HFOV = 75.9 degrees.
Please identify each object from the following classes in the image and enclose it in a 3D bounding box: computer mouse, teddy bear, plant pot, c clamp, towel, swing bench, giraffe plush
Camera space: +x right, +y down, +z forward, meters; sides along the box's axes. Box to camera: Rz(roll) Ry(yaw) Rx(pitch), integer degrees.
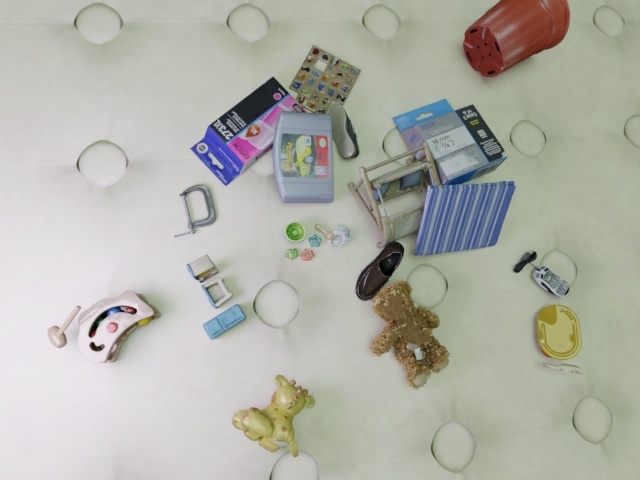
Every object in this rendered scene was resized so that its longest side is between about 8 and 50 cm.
[{"bbox_3d":[0.769,0.126,1.419,0.193,0.042,0.106,43,71,7],"label":"computer mouse"},{"bbox_3d":[0.273,0.294,1.286,0.338,0.113,0.245,43,83,-6],"label":"teddy bear"},{"bbox_3d":[0.684,-0.751,1.484,0.265,0.272,0.273,-35,86,-5],"label":"plant pot"},{"bbox_3d":[-0.401,-0.098,1.293,0.137,0.022,0.161,-9,81,-10],"label":"c clamp"},{"bbox_3d":[0.464,-0.074,1.326,0.335,0.040,0.244,-6,120,-20],"label":"towel"},{"bbox_3d":[0.267,-0.141,1.332,0.253,0.165,0.255,-24,83,-13],"label":"swing bench"},{"bbox_3d":[-0.116,0.480,1.155,0.181,0.210,0.171,54,47,-27],"label":"giraffe plush"}]

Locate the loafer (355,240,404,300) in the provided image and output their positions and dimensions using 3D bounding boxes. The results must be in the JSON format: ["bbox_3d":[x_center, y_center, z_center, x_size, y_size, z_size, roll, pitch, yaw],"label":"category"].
[{"bbox_3d":[0.182,0.099,1.284,0.080,0.078,0.220,32,102,-3],"label":"loafer"}]

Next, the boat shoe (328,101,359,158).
[{"bbox_3d":[0.083,-0.376,1.415,0.064,0.075,0.206,0,70,-51],"label":"boat shoe"}]

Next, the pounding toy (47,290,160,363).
[{"bbox_3d":[-0.591,0.247,1.124,0.269,0.155,0.154,-27,79,-13],"label":"pounding toy"}]

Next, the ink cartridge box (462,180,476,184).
[{"bbox_3d":[0.492,-0.143,1.424,0.088,0.052,0.123,2,77,-7],"label":"ink cartridge box"}]

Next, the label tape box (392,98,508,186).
[{"bbox_3d":[0.434,-0.358,1.405,0.240,0.106,0.334,-23,73,-13],"label":"label tape box"}]

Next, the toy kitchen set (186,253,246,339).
[{"bbox_3d":[-0.319,0.167,1.177,0.122,0.166,0.207,-32,85,-14],"label":"toy kitchen set"}]

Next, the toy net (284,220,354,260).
[{"bbox_3d":[0.000,0.000,1.323,0.231,0.045,0.122,-2,79,-9],"label":"toy net"}]

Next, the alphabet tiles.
[{"bbox_3d":[0.010,-0.558,1.458,0.198,0.009,0.237,27,76,-3],"label":"alphabet tiles"}]

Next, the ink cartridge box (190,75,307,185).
[{"bbox_3d":[-0.233,-0.364,1.355,0.371,0.069,0.176,-43,88,-12],"label":"ink cartridge box"}]

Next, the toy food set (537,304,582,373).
[{"bbox_3d":[0.791,0.327,1.373,0.128,0.071,0.218,0,75,16],"label":"toy food set"}]

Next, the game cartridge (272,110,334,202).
[{"bbox_3d":[-0.057,-0.269,1.332,0.195,0.060,0.295,-2,89,-14],"label":"game cartridge"}]
